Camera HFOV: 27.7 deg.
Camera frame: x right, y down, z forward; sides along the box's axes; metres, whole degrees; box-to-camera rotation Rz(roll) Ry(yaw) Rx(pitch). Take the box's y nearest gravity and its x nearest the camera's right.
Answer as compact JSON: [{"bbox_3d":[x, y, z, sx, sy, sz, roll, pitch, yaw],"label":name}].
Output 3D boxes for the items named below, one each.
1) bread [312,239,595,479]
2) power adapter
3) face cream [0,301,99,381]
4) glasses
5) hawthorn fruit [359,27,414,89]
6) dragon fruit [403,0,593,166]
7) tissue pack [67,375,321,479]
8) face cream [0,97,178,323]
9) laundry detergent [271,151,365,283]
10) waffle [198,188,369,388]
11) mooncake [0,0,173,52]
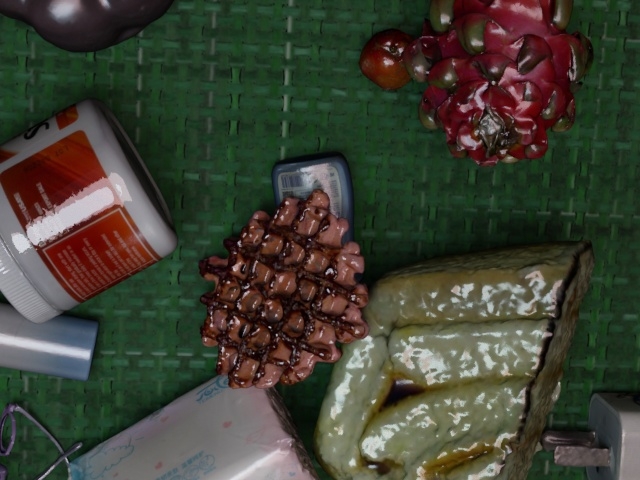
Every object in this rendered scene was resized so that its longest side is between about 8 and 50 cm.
[{"bbox_3d":[0.141,0.155,1.502,0.264,0.239,0.395,16,89,21],"label":"bread"},{"bbox_3d":[0.380,0.259,1.616,0.205,0.130,0.125,1,100,-8],"label":"power adapter"},{"bbox_3d":[-0.391,0.109,1.531,0.250,0.077,0.077,10,99,-8],"label":"face cream"},{"bbox_3d":[-0.346,0.269,1.592,0.104,0.062,0.139,6,100,-30],"label":"glasses"},{"bbox_3d":[0.082,-0.216,1.526,0.077,0.077,0.077,-1,100,-6],"label":"hawthorn fruit"},{"bbox_3d":[0.202,-0.223,1.477,0.219,0.198,0.272,-8,100,4],"label":"dragon fruit"},{"bbox_3d":[-0.151,0.281,1.521,0.271,0.201,0.124,-30,127,-1],"label":"tissue pack"},{"bbox_3d":[-0.283,-0.035,1.454,0.187,0.201,0.201,-29,102,0],"label":"face cream"},{"bbox_3d":[0.000,0.000,1.562,0.097,0.061,0.206,-8,101,-3],"label":"laundry detergent"},{"bbox_3d":[-0.048,0.063,1.493,0.234,0.055,0.221,-31,60,23],"label":"waffle"},{"bbox_3d":[-0.272,-0.331,1.442,0.245,0.133,0.244,0,94,-2],"label":"mooncake"}]
